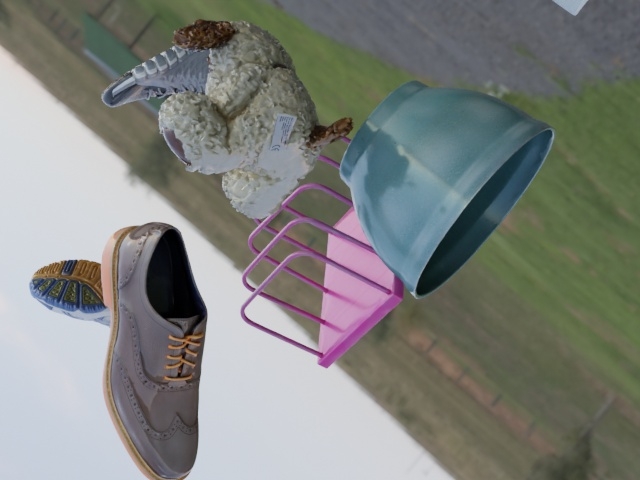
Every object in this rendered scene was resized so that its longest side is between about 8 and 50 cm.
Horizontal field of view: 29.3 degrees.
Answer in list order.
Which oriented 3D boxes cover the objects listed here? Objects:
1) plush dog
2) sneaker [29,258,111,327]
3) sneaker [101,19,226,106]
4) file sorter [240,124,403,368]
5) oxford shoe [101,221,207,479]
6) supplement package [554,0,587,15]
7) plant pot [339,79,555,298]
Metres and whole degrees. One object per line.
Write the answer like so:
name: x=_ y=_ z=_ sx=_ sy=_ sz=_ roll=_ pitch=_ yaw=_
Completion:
plush dog: x=-0.082 y=-0.186 z=1.587 sx=0.262 sy=0.210 sz=0.225 roll=39 pitch=-151 yaw=-58
sneaker: x=-0.347 y=0.120 z=2.072 sx=0.296 sy=0.112 sz=0.131 roll=11 pitch=140 yaw=8
sneaker: x=-0.211 y=-0.231 z=1.882 sx=0.132 sy=0.229 sz=0.086 roll=61 pitch=172 yaw=-12
file sorter: x=0.000 y=0.000 z=1.877 sx=0.182 sy=0.202 sz=0.290 roll=27 pitch=-139 yaw=-21
oxford shoe: x=-0.218 y=0.154 z=1.671 sx=0.130 sy=0.363 sz=0.133 roll=-9 pitch=178 yaw=-37
supplement package: x=0.349 y=-0.482 z=1.816 sx=0.203 sy=0.194 sz=0.149 roll=31 pitch=-157 yaw=-15
plant pot: x=0.152 y=-0.095 z=1.674 sx=0.196 sy=0.293 sz=0.293 roll=41 pitch=-177 yaw=16
